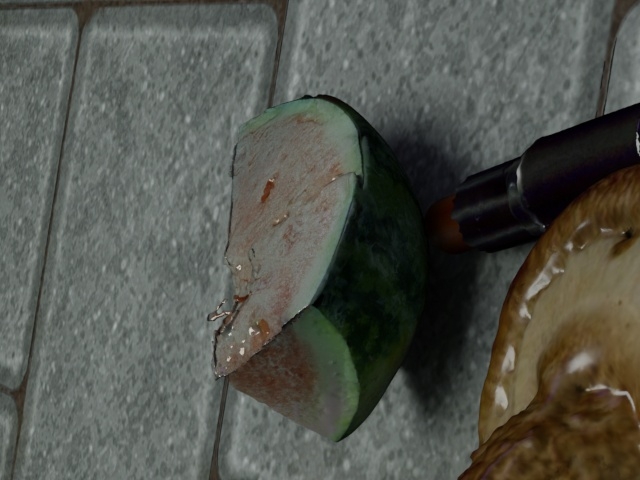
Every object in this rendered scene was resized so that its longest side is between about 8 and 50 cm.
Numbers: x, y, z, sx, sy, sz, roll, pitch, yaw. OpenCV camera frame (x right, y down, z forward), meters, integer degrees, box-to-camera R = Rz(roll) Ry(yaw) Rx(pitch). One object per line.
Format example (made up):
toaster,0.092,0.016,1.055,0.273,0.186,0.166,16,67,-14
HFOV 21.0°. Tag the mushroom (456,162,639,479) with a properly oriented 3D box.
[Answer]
mushroom,0.202,0.114,1.027,0.345,0.260,0.345,-17,70,55

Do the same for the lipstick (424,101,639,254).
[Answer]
lipstick,0.173,-0.037,1.279,0.300,0.081,0.081,-22,65,58

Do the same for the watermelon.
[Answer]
watermelon,0.000,0.000,1.432,0.305,0.180,0.224,-90,0,-47
